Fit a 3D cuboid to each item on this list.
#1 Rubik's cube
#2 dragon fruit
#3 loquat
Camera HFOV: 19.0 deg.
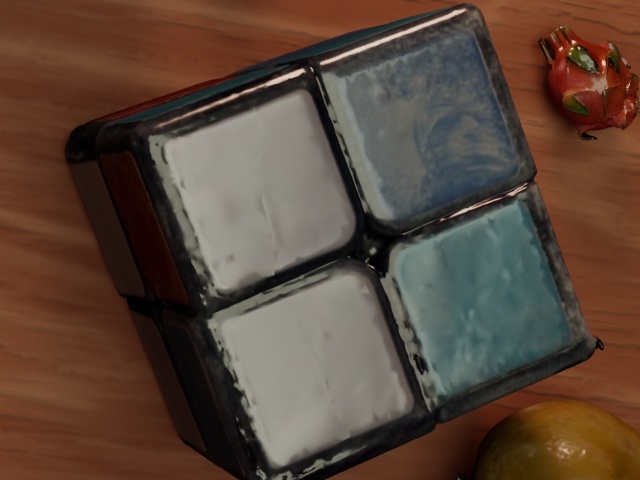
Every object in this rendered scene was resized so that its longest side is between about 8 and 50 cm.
[{"bbox_3d":[0.000,0.000,1.617,0.318,0.316,0.313,-22,98,-16],"label":"Rubik's cube"},{"bbox_3d":[0.252,-0.154,1.810,0.081,0.086,0.116,-38,95,27],"label":"dragon fruit"},{"bbox_3d":[0.221,0.249,1.764,0.213,0.213,0.213,-1,92,-17],"label":"loquat"}]
